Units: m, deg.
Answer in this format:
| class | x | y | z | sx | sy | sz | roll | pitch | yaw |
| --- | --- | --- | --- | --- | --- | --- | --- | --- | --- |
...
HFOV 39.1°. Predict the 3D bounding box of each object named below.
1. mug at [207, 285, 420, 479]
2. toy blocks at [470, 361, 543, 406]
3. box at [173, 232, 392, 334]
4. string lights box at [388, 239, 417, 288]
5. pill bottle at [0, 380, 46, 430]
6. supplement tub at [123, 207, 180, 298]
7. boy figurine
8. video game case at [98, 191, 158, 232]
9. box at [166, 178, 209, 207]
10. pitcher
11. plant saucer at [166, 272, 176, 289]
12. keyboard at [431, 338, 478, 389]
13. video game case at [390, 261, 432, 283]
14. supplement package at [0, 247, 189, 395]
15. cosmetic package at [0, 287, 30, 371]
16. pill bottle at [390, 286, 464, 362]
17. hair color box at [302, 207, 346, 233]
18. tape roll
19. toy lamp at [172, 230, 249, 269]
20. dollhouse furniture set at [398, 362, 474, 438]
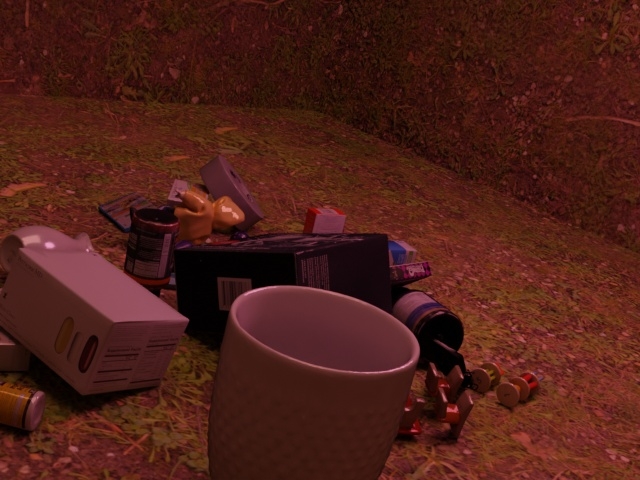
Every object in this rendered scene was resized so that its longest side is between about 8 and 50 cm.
| class | x | y | z | sx | sy | sz | roll | pitch | yaw |
| --- | --- | --- | --- | --- | --- | --- | --- | --- | --- |
| mug | -0.017 | 0.257 | 1.355 | 0.276 | 0.328 | 0.374 | 16 | 18 | 9 |
| toy blocks | 0.408 | 0.300 | 1.952 | 0.123 | 0.054 | 0.148 | 26 | 22 | 33 |
| box | -0.078 | 0.086 | 1.895 | 0.343 | 0.179 | 0.312 | 1 | 7 | 38 |
| string lights box | 0.106 | 0.069 | 2.298 | 0.259 | 0.133 | 0.077 | 2 | 20 | -30 |
| pill bottle | -0.504 | 0.259 | 1.435 | 0.116 | 0.065 | 0.065 | 13 | 18 | 2 |
| supplement tub | -0.372 | 0.036 | 1.967 | 0.106 | 0.198 | 0.106 | 12 | 20 | -4 |
| boy figurine | -0.336 | -0.060 | 2.284 | 0.285 | 0.177 | 0.092 | -13 | 38 | -16 |
| video game case | -0.512 | -0.078 | 2.432 | 0.119 | 0.015 | 0.166 | -26 | 37 | -27 |
| box | -0.365 | -0.081 | 2.451 | 0.103 | 0.114 | 0.203 | 11 | 17 | -7 |
| pitcher | -0.571 | 0.048 | 1.952 | 0.178 | 0.125 | 0.207 | 42 | 19 | 28 |
| plant saucer | -0.324 | 0.099 | 2.104 | 0.192 | 0.018 | 0.067 | 8 | 19 | -12 |
| keyboard | 0.269 | 0.268 | 1.845 | 0.100 | 0.038 | 0.192 | 29 | -16 | 26 |
| video game case | 0.110 | 0.105 | 2.124 | 0.210 | 0.042 | 0.232 | -6 | -12 | -36 |
| supplement package | -0.412 | 0.139 | 1.615 | 0.261 | 0.145 | 0.204 | 31 | 12 | 27 |
| cosmetic package | -0.603 | 0.160 | 1.667 | 0.098 | 0.061 | 0.239 | 2 | 21 | -28 |
| pill bottle | 0.224 | 0.183 | 2.049 | 0.122 | 0.123 | 0.219 | 5 | 13 | -22 |
| hair color box | 0.000 | 0.000 | 2.373 | 0.093 | 0.167 | 0.053 | 2 | 21 | -31 |
| tape roll | -0.251 | -0.133 | 2.543 | 0.219 | 0.072 | 0.219 | 55 | 4 | -6 |
| toy lamp | -0.284 | 0.028 | 2.249 | 0.080 | 0.080 | 0.274 | 25 | 19 | 32 |
| dollhouse furniture set | 0.129 | 0.284 | 1.757 | 0.261 | 0.135 | 0.259 | 8 | 30 | -15 |
